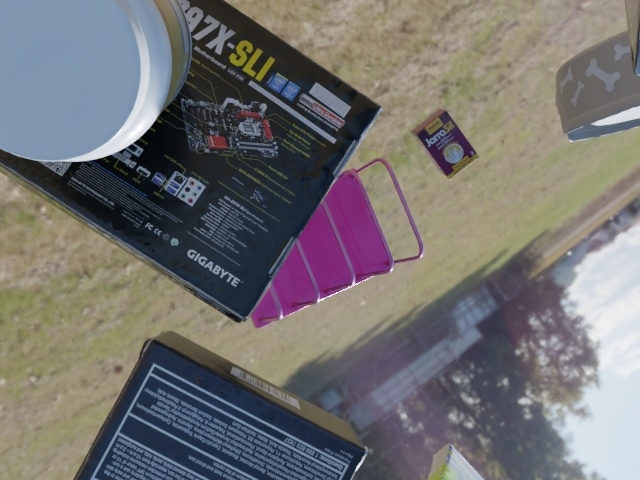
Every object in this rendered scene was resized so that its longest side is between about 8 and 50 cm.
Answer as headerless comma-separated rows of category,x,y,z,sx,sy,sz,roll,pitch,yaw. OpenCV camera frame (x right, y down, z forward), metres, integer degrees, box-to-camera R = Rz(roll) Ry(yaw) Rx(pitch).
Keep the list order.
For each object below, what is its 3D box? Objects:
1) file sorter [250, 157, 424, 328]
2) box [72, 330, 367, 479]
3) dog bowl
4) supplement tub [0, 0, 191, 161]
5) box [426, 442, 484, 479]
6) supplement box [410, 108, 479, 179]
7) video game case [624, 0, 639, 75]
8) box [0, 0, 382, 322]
file sorter,0.000,0.000,1.185,0.290,0.202,0.182,-23,-179,-20
box,-0.146,0.313,0.879,0.294,0.296,0.183,-62,-178,-6
dog bowl,0.493,-0.234,0.959,0.348,0.102,0.349,-13,178,0
supplement tub,-0.176,-0.140,0.509,0.144,0.144,0.200,-39,-162,10
box,0.208,0.368,1.015,0.042,0.109,0.178,-44,170,10
supplement box,0.175,-0.136,0.972,0.055,0.083,0.043,-38,-166,5
video game case,0.237,-0.282,0.500,0.026,0.196,0.274,-4,155,20
box,-0.140,-0.109,0.685,0.257,0.322,0.079,-58,-177,-15
